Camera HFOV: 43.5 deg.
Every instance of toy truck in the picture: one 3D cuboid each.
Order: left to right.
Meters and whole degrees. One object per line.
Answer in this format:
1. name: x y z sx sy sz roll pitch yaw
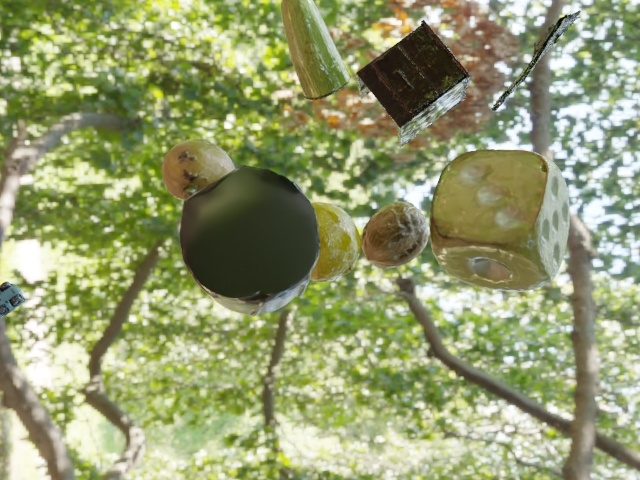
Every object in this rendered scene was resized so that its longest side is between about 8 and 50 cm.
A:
1. toy truck: -0.743 0.154 1.832 0.063 0.136 0.074 51 -17 12

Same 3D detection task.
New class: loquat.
1. loquat: -0.276 -0.146 1.814 0.149 0.172 0.204 -47 -167 22

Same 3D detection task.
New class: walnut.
1. walnut: 0.183 -0.009 2.013 0.155 0.184 0.155 47 -15 17

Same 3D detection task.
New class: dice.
1. dice: 0.376 -0.040 1.670 0.227 0.238 0.233 50 53 -50

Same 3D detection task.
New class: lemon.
1. lemon: 0.000 0.000 1.863 0.203 0.178 0.178 50 -26 12

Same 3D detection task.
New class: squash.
1. squash: -0.021 -0.366 1.399 0.094 0.094 0.224 -125 -168 -62

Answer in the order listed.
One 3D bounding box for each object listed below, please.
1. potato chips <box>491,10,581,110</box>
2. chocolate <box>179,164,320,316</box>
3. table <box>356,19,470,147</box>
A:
1. potato chips: 0.361 -0.303 1.343 0.029 0.202 0.220 41 -9 5
2. chocolate: -0.144 0.020 1.593 0.186 0.284 0.283 115 -32 -68
3. table: 0.207 -0.352 1.822 0.169 0.193 0.172 53 -1 11
